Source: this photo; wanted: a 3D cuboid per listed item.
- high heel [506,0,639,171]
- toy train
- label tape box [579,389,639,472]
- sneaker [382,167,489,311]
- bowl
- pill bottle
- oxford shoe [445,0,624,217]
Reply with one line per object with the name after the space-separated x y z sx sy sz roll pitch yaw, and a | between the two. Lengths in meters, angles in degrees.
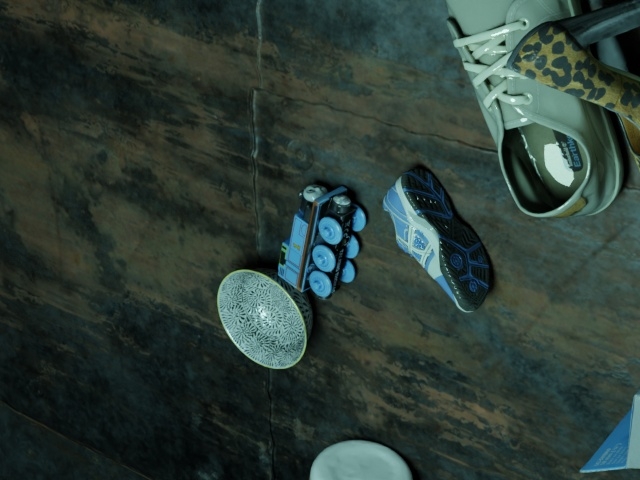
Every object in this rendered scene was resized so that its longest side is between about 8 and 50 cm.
0.319 -0.141 1.704 0.093 0.186 0.261 -137 29 -67 | high heel
0.000 0.000 2.134 0.105 0.080 0.184 33 132 28 | toy train
0.481 0.166 1.722 0.334 0.240 0.106 -9 109 42 | label tape box
0.160 0.005 2.014 0.081 0.080 0.211 -34 82 52 | sneaker
-0.068 0.105 2.249 0.170 0.080 0.170 20 126 30 | bowl
0.052 0.464 2.310 0.162 0.162 0.278 25 129 26 | pill bottle
0.237 -0.222 1.772 0.169 0.130 0.449 -13 105 45 | oxford shoe
